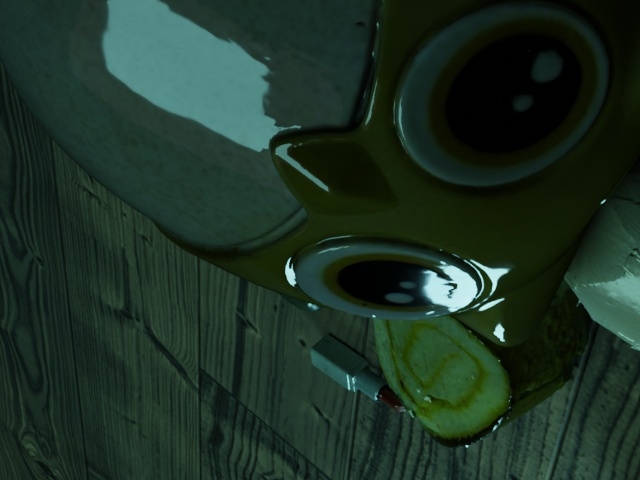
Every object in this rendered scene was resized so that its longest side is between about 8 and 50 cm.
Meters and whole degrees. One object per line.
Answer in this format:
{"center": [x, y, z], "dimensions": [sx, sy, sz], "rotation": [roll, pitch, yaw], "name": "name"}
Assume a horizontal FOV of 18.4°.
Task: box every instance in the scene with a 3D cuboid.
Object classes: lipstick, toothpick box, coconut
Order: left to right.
{"center": [0.046, 0.148, 2.105], "dimensions": [0.129, 0.030, 0.030], "rotation": [33, 149, 31], "name": "lipstick"}
{"center": [0.031, -0.153, 1.298], "dimensions": [0.425, 0.409, 0.409], "rotation": [31, 152, 1], "name": "toothpick box"}
{"center": [0.250, 0.000, 1.451], "dimensions": [0.162, 0.161, 0.161], "rotation": [31, 149, 18], "name": "coconut"}

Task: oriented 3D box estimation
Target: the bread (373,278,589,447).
{"center": [0.134, 0.083, 1.790], "dimensions": [0.186, 0.124, 0.257], "rotation": [48, 156, 17], "name": "bread"}

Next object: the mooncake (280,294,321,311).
{"center": [0.000, 0.000, 1.906], "dimensions": [0.168, 0.104, 0.175], "rotation": [30, 152, 24], "name": "mooncake"}
